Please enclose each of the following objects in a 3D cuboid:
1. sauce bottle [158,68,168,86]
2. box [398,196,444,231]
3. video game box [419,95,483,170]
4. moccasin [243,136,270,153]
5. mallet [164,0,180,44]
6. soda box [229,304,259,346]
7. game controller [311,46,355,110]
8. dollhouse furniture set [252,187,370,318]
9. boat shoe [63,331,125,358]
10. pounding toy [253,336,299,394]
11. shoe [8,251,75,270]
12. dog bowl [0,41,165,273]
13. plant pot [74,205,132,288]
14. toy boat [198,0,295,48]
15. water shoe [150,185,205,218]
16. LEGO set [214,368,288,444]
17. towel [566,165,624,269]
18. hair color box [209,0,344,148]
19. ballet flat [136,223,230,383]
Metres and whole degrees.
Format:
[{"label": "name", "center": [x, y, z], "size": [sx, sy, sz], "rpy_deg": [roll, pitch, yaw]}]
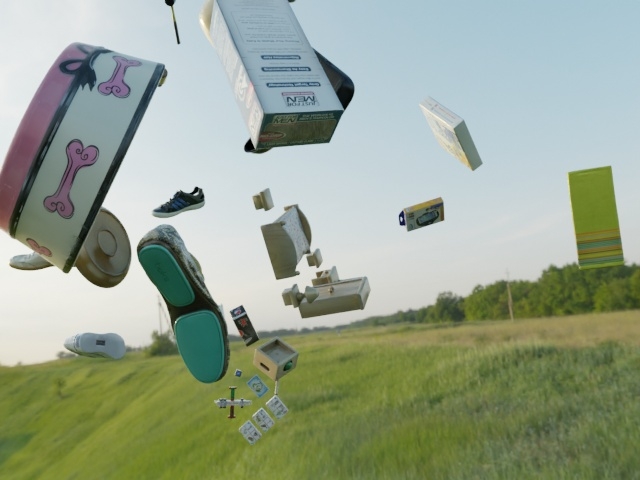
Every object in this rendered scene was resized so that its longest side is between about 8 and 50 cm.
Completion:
[{"label": "sauce bottle", "center": [-0.614, -0.624, 2.045], "size": [0.042, 0.042, 0.128], "rpy_deg": [-3, -6, -25]}, {"label": "box", "center": [0.301, -0.074, 1.584], "size": [0.136, 0.028, 0.081], "rpy_deg": [-19, -44, -2]}, {"label": "video game box", "center": [0.405, -0.332, 1.654], "size": [0.048, 0.187, 0.205], "rpy_deg": [-38, -46, 5]}, {"label": "moccasin", "center": [-0.222, -0.447, 2.281], "size": [0.116, 0.138, 0.342], "rpy_deg": [-25, -7, -36]}, {"label": "mallet", "center": [-0.546, -0.834, 1.992], "size": [0.039, 0.062, 0.190], "rpy_deg": [0, -38, -1]}, {"label": "soda box", "center": [-0.284, 0.321, 1.994], "size": [0.060, 0.053, 0.169], "rpy_deg": [-27, -48, -11]}, {"label": "game controller", "center": [-0.048, -0.440, 1.457], "size": [0.166, 0.319, 0.067], "rpy_deg": [-51, -22, 14]}, {"label": "dollhouse furniture set", "center": [0.000, 0.000, 1.360], "size": [0.173, 0.356, 0.303], "rpy_deg": [-11, 15, 17]}, {"label": "boat shoe", "center": [-0.787, 0.365, 1.867], "size": [0.084, 0.095, 0.258], "rpy_deg": [-7, -23, 15]}, {"label": "pounding toy", "center": [-0.152, 0.432, 1.842], "size": [0.141, 0.100, 0.130], "rpy_deg": [30, 32, 28]}, {"label": "shoe", "center": [-0.831, 0.050, 1.626], "size": [0.218, 0.058, 0.076], "rpy_deg": [-2, 22, -18]}, {"label": "dog bowl", "center": [-0.426, -0.156, 0.930], "size": [0.150, 0.408, 0.408], "rpy_deg": [26, -23, -22]}, {"label": "plant pot", "center": [-0.575, 0.009, 1.412], "size": [0.032, 0.237, 0.236], "rpy_deg": [-16, -12, 15]}, {"label": "toy boat", "center": [-0.195, -0.681, 1.622], "size": [0.318, 0.267, 0.148], "rpy_deg": [-39, 1, 12]}, {"label": "water shoe", "center": [-0.493, -0.136, 1.827], "size": [0.203, 0.080, 0.072], "rpy_deg": [-22, 31, -40]}, {"label": "LEGO set", "center": [-0.265, 0.597, 1.964], "size": [0.182, 0.244, 0.060], "rpy_deg": [-41, 4, -11]}, {"label": "towel", "center": [0.648, -0.052, 1.257], "size": [0.102, 0.238, 0.021], "rpy_deg": [-8, 1, 10]}, {"label": "hair color box", "center": [-0.102, -0.358, 1.116], "size": [0.173, 0.347, 0.105], "rpy_deg": [-9, -29, -25]}, {"label": "ballet flat", "center": [-0.360, 0.168, 1.509], "size": [0.163, 0.483, 0.182], "rpy_deg": [-14, 23, 12]}]
